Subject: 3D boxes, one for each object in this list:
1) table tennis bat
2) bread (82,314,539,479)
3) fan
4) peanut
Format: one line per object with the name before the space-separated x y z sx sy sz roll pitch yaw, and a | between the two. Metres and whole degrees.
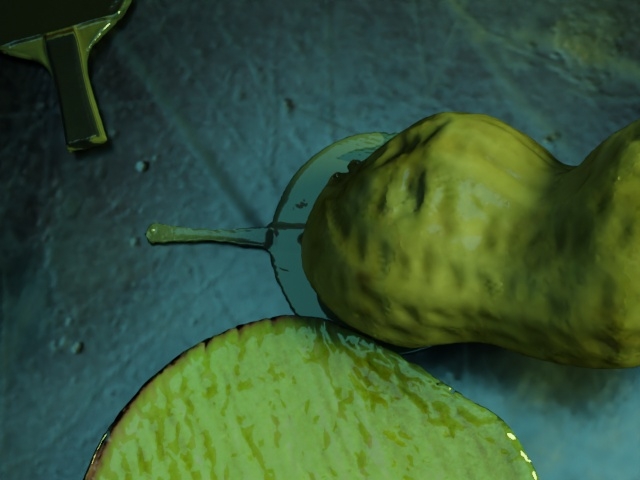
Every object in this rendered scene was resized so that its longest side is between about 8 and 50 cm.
table tennis bat | -0.139 -0.121 0.683 0.095 0.014 0.158 -16 74 0
bread | -0.005 0.149 0.599 0.228 0.033 0.228 -2 77 7
fan | 0.000 0.000 0.646 0.175 0.005 0.113 3 77 6
peanut | 0.090 -0.001 0.552 0.229 0.103 0.098 1 54 36
